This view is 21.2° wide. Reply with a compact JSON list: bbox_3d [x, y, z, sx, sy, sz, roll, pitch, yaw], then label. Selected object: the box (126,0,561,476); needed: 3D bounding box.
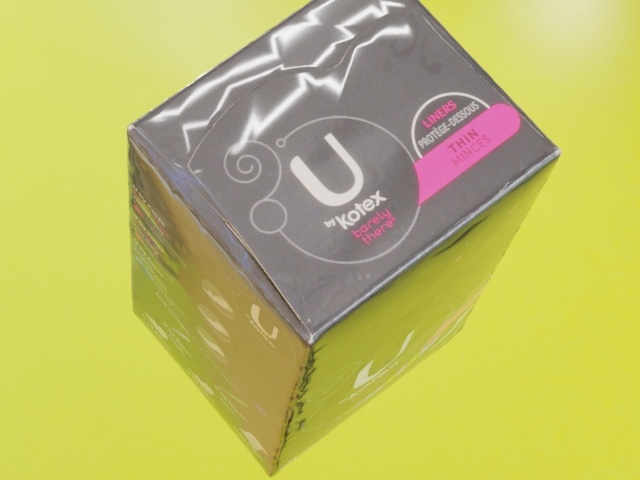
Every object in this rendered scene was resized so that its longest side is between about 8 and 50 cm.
[{"bbox_3d":[0.000,0.000,0.927,0.143,0.165,0.270,49,-17,13],"label":"box"}]
